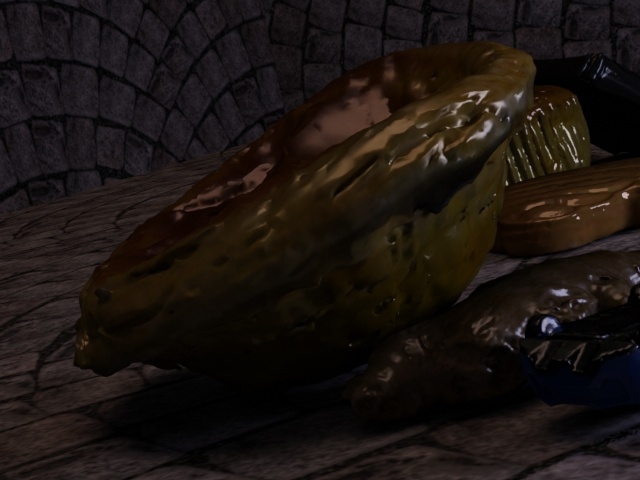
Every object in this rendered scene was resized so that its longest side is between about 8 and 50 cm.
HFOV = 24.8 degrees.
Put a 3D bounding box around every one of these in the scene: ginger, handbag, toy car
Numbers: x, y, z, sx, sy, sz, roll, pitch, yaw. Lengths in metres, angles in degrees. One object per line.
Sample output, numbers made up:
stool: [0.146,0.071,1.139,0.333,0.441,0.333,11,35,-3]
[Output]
ginger: [0.155,0.055,1.082,0.166,0.080,0.333,-2,17,45]
handbag: [0.417,-0.200,2.079,0.246,0.080,0.223,25,-10,-25]
toy car: [0.221,0.069,0.957,0.216,0.063,0.103,-12,7,-43]

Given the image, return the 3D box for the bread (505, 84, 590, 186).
bread: [0.245,-0.128,2.010,0.227,0.143,0.253,-23,13,-20]

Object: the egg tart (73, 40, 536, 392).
egg tart: [0.000,0.000,1.186,0.443,0.178,0.443,-32,11,7]

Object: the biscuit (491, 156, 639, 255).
biscuit: [0.313,-0.050,1.671,0.312,0.057,0.351,-11,8,11]
